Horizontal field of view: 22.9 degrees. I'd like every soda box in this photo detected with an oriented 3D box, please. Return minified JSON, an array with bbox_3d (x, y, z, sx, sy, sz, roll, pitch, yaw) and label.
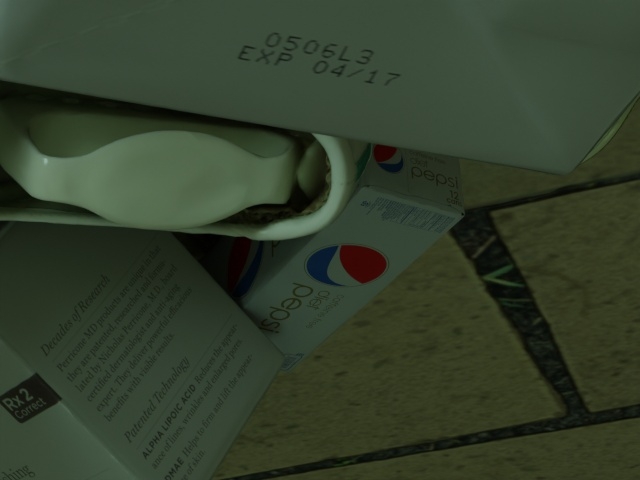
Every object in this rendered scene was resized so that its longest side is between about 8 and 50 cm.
[{"bbox_3d":[0.000,0.000,0.961,0.069,0.074,0.216,15,144,-25],"label":"soda box"}]

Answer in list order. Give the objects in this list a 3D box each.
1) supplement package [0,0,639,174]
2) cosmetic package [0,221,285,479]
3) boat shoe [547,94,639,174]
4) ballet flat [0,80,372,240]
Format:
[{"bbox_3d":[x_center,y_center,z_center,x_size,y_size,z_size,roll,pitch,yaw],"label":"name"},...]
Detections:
[{"bbox_3d":[0.014,-0.195,0.433,0.177,0.293,0.175,8,148,-16],"label":"supplement package"},{"bbox_3d":[-0.153,0.075,0.937,0.183,0.151,0.151,48,131,-13],"label":"cosmetic package"},{"bbox_3d":[0.148,-0.088,0.854,0.045,0.050,0.135,19,133,-25],"label":"boat shoe"},{"bbox_3d":[-0.166,-0.060,0.783,0.400,0.139,0.139,3,148,-10],"label":"ballet flat"}]
